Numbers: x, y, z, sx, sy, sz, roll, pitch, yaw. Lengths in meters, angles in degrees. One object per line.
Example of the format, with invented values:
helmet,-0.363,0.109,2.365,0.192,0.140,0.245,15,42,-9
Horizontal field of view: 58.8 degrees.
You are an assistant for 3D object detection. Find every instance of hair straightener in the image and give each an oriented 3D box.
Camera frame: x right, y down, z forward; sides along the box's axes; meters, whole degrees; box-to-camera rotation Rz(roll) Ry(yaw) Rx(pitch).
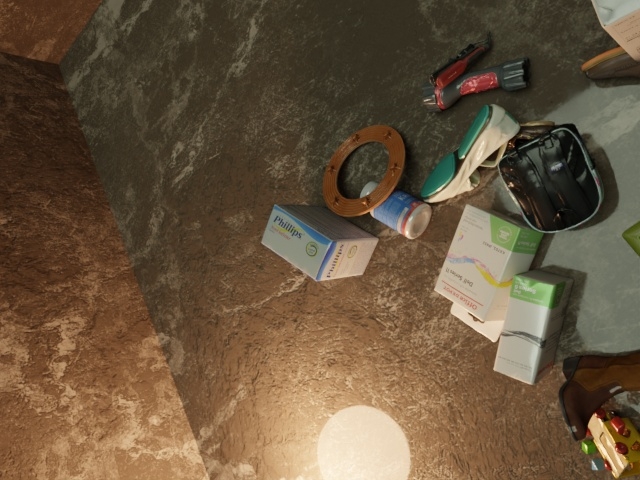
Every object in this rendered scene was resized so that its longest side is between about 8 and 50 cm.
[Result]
hair straightener,0.410,-0.541,1.678,0.230,0.047,0.089,-43,38,-1

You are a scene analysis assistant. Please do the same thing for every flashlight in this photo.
flashlight,0.454,-0.452,1.673,0.304,0.103,0.103,-3,112,36

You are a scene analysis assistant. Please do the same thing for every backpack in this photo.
backpack,0.618,-0.155,1.503,0.225,0.191,0.254,-28,87,33

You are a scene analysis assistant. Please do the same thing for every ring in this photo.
ring,0.132,-0.237,1.875,0.336,0.032,0.337,-23,52,34

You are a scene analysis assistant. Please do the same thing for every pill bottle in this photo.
pill bottle,0.236,-0.107,1.831,0.221,0.124,0.124,33,111,32

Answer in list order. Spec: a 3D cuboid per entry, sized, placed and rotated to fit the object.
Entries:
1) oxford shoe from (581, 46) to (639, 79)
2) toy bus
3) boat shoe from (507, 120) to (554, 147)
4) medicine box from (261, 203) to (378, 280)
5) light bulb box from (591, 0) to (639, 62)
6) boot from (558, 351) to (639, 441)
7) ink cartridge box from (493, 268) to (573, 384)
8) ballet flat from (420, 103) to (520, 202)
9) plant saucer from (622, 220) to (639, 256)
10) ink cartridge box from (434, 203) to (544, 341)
oxford shoe,0.832,-0.421,1.382,0.363,0.130,0.133,0,98,36
toy bus,0.773,0.508,1.479,0.104,0.191,0.202,-7,88,-7
boat shoe,0.557,-0.300,1.619,0.206,0.073,0.073,6,93,36
medicine box,0.000,0.000,1.909,0.263,0.289,0.149,33,110,31
light bulb box,0.741,-0.564,1.124,0.357,0.361,0.225,-22,80,37
boot,0.755,0.380,1.417,0.280,0.264,0.096,-17,110,36
ink cartridge box,0.582,0.229,1.549,0.114,0.198,0.273,16,101,35
ballet flat,0.437,-0.223,1.660,0.139,0.139,0.400,57,144,20
plant saucer,0.887,0.002,1.409,0.188,0.045,0.188,-44,68,29
ink cartridge box,0.468,0.097,1.646,0.207,0.119,0.354,34,113,49
